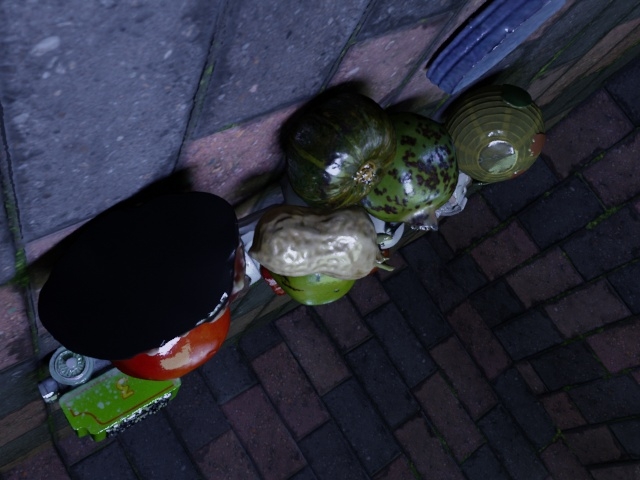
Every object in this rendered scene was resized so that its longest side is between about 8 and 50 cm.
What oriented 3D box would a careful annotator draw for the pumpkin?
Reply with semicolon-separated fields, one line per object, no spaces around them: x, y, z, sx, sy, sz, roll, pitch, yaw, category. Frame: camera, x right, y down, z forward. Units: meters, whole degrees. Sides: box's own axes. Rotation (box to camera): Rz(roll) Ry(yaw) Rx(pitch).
0.033;-0.156;1.097;0.224;0.157;0.223;-41;158;-21;pumpkin

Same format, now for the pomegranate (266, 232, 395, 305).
0.015;0.027;1.503;0.341;0.260;0.260;-1;-173;28;pomegranate

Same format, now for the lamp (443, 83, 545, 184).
0.432;-0.281;1.583;0.250;0.250;0.284;-39;-153;31;lamp

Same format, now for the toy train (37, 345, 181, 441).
-0.517;0.347;1.548;0.307;0.248;0.173;-27;166;-29;toy train

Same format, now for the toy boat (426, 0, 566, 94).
0.314;-0.377;1.143;0.283;0.078;0.127;-40;171;29;toy boat

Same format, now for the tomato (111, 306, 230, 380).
-0.347;0.200;1.430;0.299;0.226;0.298;-35;172;-5;tomato

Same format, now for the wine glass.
-0.120;-0.028;1.281;0.196;0.165;0.165;-39;171;-10;wine glass

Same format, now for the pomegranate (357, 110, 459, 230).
0.181;-0.138;1.339;0.255;0.270;0.254;-13;164;-4;pomegranate

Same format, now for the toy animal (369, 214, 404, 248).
0.133;-0.073;1.672;0.213;0.212;0.266;-29;163;-22;toy animal

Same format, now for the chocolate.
-0.268;0.059;1.041;0.340;0.225;0.210;-30;178;0;chocolate

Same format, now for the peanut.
0.007;-0.007;1.191;0.291;0.143;0.159;7;123;-38;peanut

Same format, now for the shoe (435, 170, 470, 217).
0.344;-0.165;1.806;0.351;0.198;0.172;-18;-178;-35;shoe

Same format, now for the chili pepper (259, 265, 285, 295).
-0.020;0.037;1.944;0.338;0.131;0.134;-36;179;9;chili pepper

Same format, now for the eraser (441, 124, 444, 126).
0.314;-0.284;1.738;0.104;0.023;0.150;-37;170;33;eraser

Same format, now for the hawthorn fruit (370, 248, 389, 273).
0.123;0.023;2.122;0.211;0.210;0.262;-32;178;-6;hawthorn fruit
